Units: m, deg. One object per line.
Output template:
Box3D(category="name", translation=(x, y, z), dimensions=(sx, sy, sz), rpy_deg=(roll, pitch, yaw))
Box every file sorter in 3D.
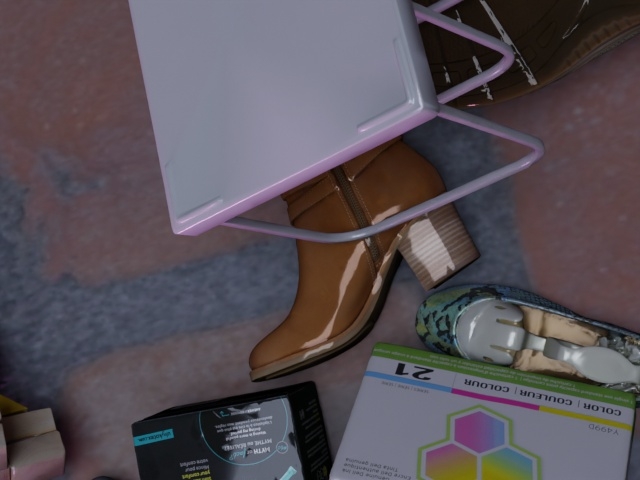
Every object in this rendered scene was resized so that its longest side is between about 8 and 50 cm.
Box3D(category="file sorter", translation=(0.004, -0.157, 0.859), dimensions=(0.192, 0.173, 0.278), rpy_deg=(-24, 70, 34))

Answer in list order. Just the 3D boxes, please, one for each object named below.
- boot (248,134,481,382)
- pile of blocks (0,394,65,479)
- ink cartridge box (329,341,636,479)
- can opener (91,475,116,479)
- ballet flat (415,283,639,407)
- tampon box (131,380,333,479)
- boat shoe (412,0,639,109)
Box3D(category="boot", translation=(0.000, 0.000, 0.973), dimensions=(0.197, 0.073, 0.152), rpy_deg=(-34, 82, 0))
Box3D(category="pile of blocks", translation=(-0.347, 0.068, 0.985), dimensions=(0.362, 0.113, 0.149), rpy_deg=(21, 57, 1))
Box3D(category="ink cartridge box", translation=(0.093, 0.200, 0.855), dimensions=(0.188, 0.255, 0.097), rpy_deg=(10, 130, 11))
Box3D(category="can opener", translation=(-0.177, 0.323, 1.011), dimensions=(0.095, 0.076, 0.283), rpy_deg=(18, 94, 43))
Box3D(category="ballet flat", translation=(0.157, 0.072, 0.941), dimensions=(0.188, 0.070, 0.070), rpy_deg=(11, 91, 11))
Box3D(category="tampon box", translation=(-0.053, 0.194, 0.960), dimensions=(0.120, 0.101, 0.161), rpy_deg=(-11, 88, 11))
Box3D(category="boat shoe", translation=(0.172, -0.172, 0.928), dimensions=(0.302, 0.098, 0.109), rpy_deg=(-22, 91, 28))
